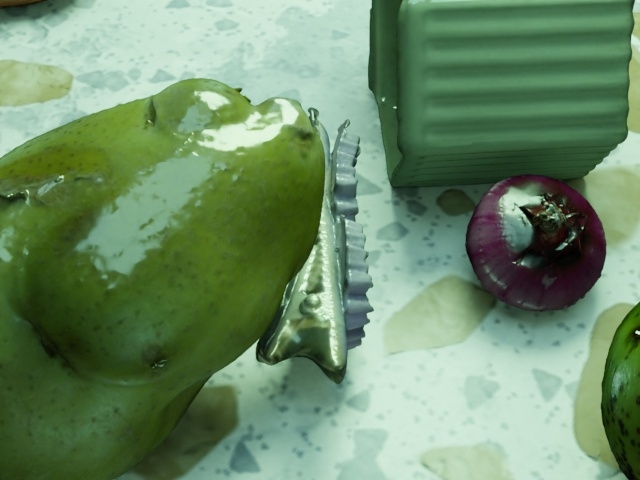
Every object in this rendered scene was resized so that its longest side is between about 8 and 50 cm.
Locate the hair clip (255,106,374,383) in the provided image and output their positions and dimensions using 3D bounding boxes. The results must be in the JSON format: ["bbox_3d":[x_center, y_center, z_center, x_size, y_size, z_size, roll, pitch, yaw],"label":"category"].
[{"bbox_3d":[0.000,0.000,0.973,0.084,0.106,0.292,7,46,-4],"label":"hair clip"}]

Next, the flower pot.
[{"bbox_3d":[0.145,-0.162,1.049,0.189,0.209,0.239,-2,48,-3],"label":"flower pot"}]

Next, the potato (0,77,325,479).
[{"bbox_3d":[-0.144,0.023,0.856,0.351,0.202,0.218,-43,83,1],"label":"potato"}]

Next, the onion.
[{"bbox_3d":[0.175,0.000,0.980,0.115,0.104,0.115,2,65,-5],"label":"onion"}]

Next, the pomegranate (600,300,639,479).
[{"bbox_3d":[0.315,0.120,0.836,0.248,0.214,0.214,40,50,-15],"label":"pomegranate"}]

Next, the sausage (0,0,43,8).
[{"bbox_3d":[-0.426,-0.258,1.199,0.418,0.094,0.094,-8,64,-8],"label":"sausage"}]
